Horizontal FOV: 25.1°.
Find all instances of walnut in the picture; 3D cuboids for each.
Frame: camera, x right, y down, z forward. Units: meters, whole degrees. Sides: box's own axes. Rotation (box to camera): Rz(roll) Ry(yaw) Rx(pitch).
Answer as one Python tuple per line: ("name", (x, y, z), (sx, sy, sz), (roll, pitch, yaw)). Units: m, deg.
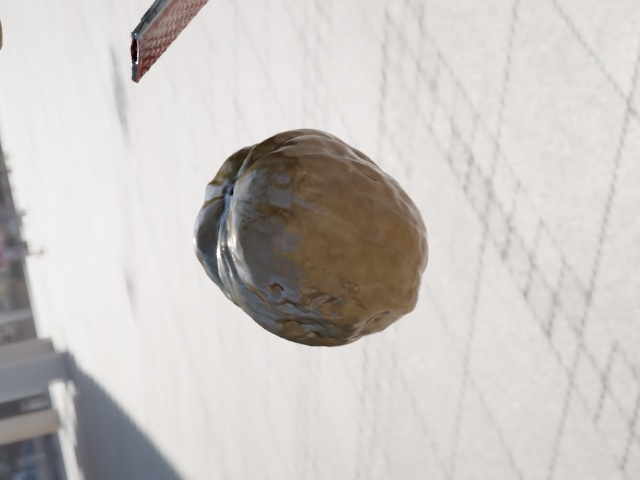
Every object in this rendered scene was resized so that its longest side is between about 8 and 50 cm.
("walnut", (-0.001, 0.003, 2.045), (0.306, 0.344, 0.306), (-36, 44, 43))

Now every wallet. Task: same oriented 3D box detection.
("wallet", (-0.132, -0.253, 1.458), (0.020, 0.196, 0.103), (31, 158, 9))

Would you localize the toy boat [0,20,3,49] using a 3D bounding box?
("toy boat", (-0.506, -0.304, 1.925), (0.188, 0.116, 0.061), (47, -141, -29))
